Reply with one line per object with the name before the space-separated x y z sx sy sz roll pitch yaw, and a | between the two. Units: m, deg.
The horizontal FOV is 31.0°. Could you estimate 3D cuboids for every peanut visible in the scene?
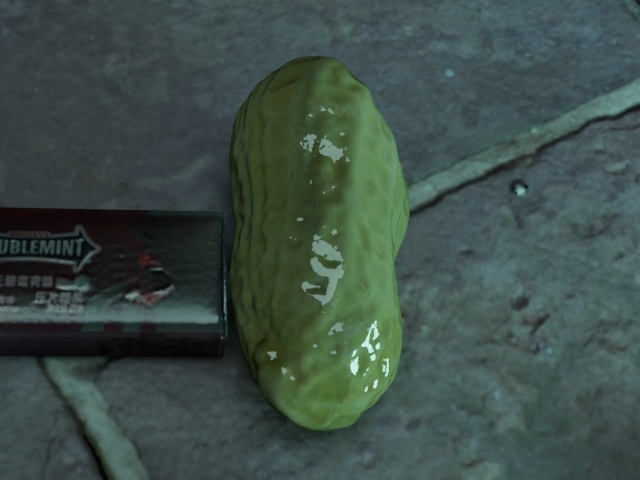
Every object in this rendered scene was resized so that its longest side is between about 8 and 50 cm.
peanut | 0.000 0.000 0.933 0.152 0.152 0.313 2 62 -8

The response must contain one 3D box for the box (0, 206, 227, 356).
box | -0.187 0.033 0.928 0.224 0.069 0.120 2 63 -6
